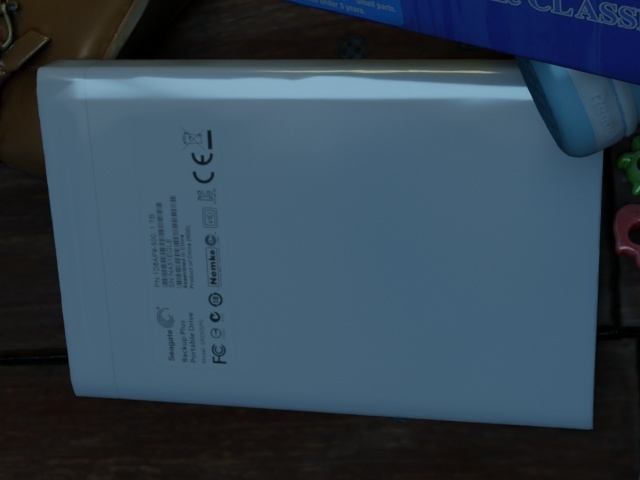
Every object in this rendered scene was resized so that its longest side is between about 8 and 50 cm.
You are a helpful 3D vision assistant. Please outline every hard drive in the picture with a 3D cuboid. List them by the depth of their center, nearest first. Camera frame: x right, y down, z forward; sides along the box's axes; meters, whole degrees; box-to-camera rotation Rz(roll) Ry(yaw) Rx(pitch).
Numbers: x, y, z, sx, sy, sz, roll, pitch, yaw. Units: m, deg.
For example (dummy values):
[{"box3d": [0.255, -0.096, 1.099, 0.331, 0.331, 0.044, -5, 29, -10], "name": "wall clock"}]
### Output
[{"box3d": [0.000, 0.000, 0.767, 0.353, 0.047, 0.233, 2, 109, 13], "name": "hard drive"}]

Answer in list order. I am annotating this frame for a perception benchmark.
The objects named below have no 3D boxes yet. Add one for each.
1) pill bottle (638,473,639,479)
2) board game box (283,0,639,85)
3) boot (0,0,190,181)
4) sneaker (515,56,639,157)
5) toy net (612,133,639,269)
[{"box3d": [0.226, 0.276, 0.694, 0.160, 0.160, 0.283, 13, 97, 17], "name": "pill bottle"}, {"box3d": [0.074, -0.207, 0.435, 0.318, 0.318, 0.066, 18, 55, 28], "name": "board game box"}, {"box3d": [-0.188, -0.182, 0.836, 0.220, 0.109, 0.284, 8, 106, 16], "name": "boot"}, {"box3d": [0.184, -0.202, 0.662, 0.208, 0.127, 0.319, -21, 53, 12], "name": "sneaker"}, {"box3d": [0.234, 0.026, 0.689, 0.122, 0.045, 0.232, -2, 62, 12], "name": "toy net"}]
